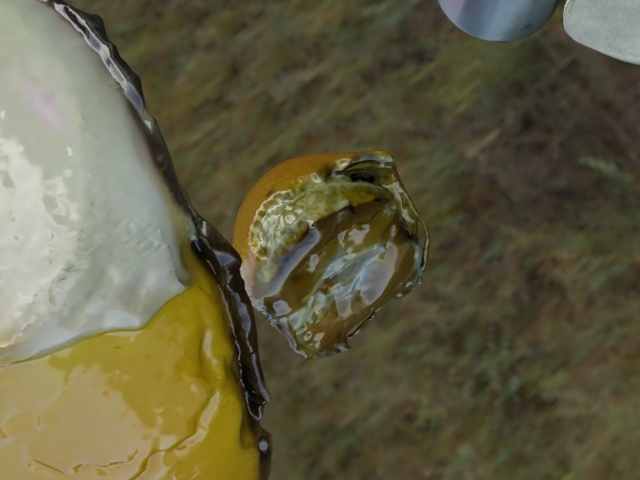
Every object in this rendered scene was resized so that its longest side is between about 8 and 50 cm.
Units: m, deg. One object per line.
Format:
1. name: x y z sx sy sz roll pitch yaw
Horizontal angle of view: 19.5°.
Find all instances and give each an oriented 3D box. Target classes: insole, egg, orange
1. insole: 0.276 -0.160 1.387 0.010 0.192 0.063 -60 -27 -79
2. egg: -0.182 0.047 0.936 0.337 0.201 0.337 39 143 38
3. orange: 0.000 0.000 1.317 0.112 0.160 0.170 38 120 41

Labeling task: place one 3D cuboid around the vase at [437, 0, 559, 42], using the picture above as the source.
1. vase: 0.128 -0.206 1.147 0.086 0.086 0.214 46 161 11
